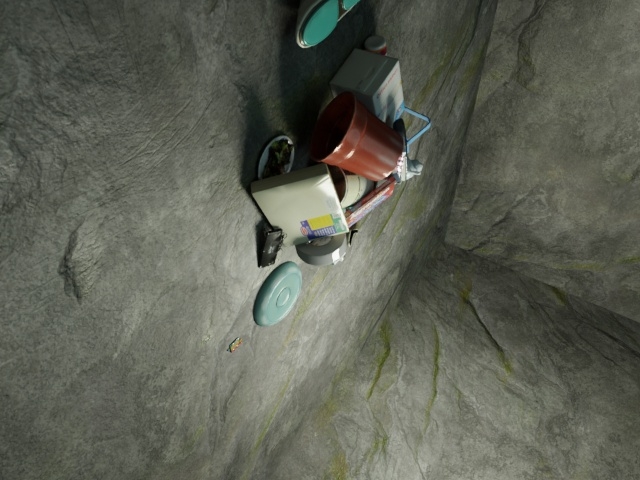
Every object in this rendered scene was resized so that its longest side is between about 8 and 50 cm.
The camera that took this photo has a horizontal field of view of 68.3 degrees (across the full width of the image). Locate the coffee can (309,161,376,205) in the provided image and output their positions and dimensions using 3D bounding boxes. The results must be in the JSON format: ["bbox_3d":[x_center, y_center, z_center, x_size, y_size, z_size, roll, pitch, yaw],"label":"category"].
[{"bbox_3d":[0.083,-0.229,1.945,0.275,0.202,0.201,-16,127,-58],"label":"coffee can"}]

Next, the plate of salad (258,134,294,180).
[{"bbox_3d":[-0.146,-0.268,1.653,0.200,0.048,0.199,-42,147,-37],"label":"plate of salad"}]

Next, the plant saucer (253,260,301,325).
[{"bbox_3d":[-0.174,0.244,2.075,0.317,0.044,0.317,-44,149,-36],"label":"plant saucer"}]

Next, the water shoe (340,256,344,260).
[{"bbox_3d":[0.083,0.060,2.373,0.203,0.080,0.072,-45,146,-89],"label":"water shoe"}]

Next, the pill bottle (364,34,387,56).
[{"bbox_3d":[0.225,-0.734,1.892,0.086,0.086,0.152,-54,153,-20],"label":"pill bottle"}]

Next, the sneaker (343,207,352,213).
[{"bbox_3d":[0.104,-0.083,2.209,0.178,0.124,0.295,-38,138,-30],"label":"sneaker"}]

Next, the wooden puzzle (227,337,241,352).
[{"bbox_3d":[-0.353,0.431,1.945,0.083,0.006,0.049,-43,147,-38],"label":"wooden puzzle"}]

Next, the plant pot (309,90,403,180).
[{"bbox_3d":[0.143,-0.360,1.738,0.265,0.272,0.272,24,92,-29],"label":"plant pot"}]

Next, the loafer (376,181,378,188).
[{"bbox_3d":[0.281,-0.267,2.457,0.061,0.062,0.170,-42,148,-48],"label":"loafer"}]

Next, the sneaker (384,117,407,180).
[{"bbox_3d":[0.288,-0.357,1.924,0.319,0.131,0.112,77,17,-51],"label":"sneaker"}]

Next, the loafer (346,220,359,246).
[{"bbox_3d":[0.167,-0.076,2.377,0.251,0.087,0.094,-65,155,2],"label":"loafer"}]

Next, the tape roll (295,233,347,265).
[{"bbox_3d":[0.000,0.000,1.977,0.219,0.219,0.072,-50,151,-28],"label":"tape roll"}]

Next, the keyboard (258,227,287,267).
[{"bbox_3d":[-0.191,0.023,1.833,0.100,0.038,0.192,-12,139,-32],"label":"keyboard"}]

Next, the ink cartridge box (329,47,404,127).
[{"bbox_3d":[0.190,-0.565,1.848,0.198,0.197,0.270,-56,154,-16],"label":"ink cartridge box"}]

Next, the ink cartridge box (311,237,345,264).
[{"bbox_3d":[0.025,0.040,2.169,0.092,0.143,0.089,-46,131,-34],"label":"ink cartridge box"}]

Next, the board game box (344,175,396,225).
[{"bbox_3d":[0.202,-0.154,2.005,0.281,0.027,0.145,-38,163,-11],"label":"board game box"}]

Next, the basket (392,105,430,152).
[{"bbox_3d":[0.307,-0.484,2.084,0.289,0.255,0.201,-45,147,-14],"label":"basket"}]

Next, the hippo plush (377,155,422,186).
[{"bbox_3d":[0.353,-0.399,2.338,0.236,0.234,0.294,63,21,-5],"label":"hippo plush"}]

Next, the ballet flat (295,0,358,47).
[{"bbox_3d":[0.021,-0.739,1.453,0.400,0.139,0.139,-50,151,-19],"label":"ballet flat"}]

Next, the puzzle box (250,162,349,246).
[{"bbox_3d":[-0.062,-0.115,1.742,0.409,0.272,0.052,65,13,-59],"label":"puzzle box"}]
